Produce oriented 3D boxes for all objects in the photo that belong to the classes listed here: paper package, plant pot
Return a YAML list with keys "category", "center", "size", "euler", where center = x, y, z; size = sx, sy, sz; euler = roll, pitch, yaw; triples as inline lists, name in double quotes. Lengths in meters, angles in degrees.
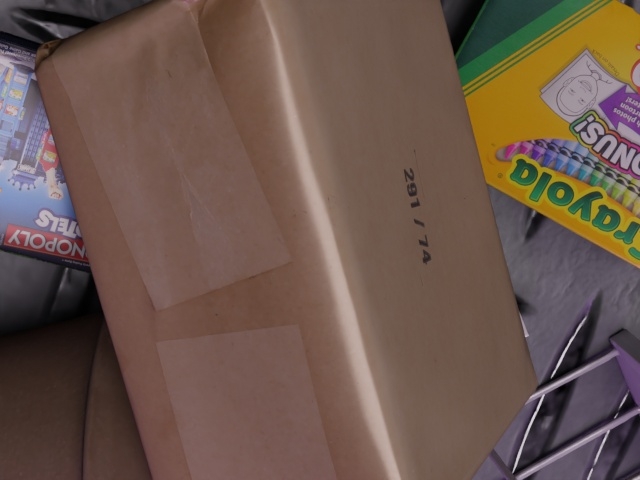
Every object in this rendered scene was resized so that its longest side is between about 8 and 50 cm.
- category: "paper package"
  center: [0.000, 0.000, 0.829]
  size: [0.168, 0.309, 0.324]
  euler: [-13, 96, 25]
- category: "plant pot"
  center: [-0.197, 0.165, 0.904]
  size: [0.229, 0.263, 0.263]
  euler: [-2, 107, 2]

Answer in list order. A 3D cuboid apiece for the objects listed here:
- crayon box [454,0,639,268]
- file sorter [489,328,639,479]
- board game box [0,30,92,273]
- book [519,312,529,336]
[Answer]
- category: "crayon box"
  center: [0.229, -0.079, 0.964]
  size: [0.278, 0.081, 0.165]
  euler: [30, 96, 9]
- category: "file sorter"
  center: [0.273, 0.259, 1.083]
  size: [0.173, 0.193, 0.277]
  euler: [-27, 111, -4]
- category: "board game box"
  center: [-0.227, -0.047, 0.916]
  size: [0.194, 0.060, 0.194]
  euler: [16, 101, -20]
- category: "book"
  center: [0.101, 0.035, 1.052]
  size: [0.096, 0.035, 0.144]
  euler: [-26, 111, -5]
